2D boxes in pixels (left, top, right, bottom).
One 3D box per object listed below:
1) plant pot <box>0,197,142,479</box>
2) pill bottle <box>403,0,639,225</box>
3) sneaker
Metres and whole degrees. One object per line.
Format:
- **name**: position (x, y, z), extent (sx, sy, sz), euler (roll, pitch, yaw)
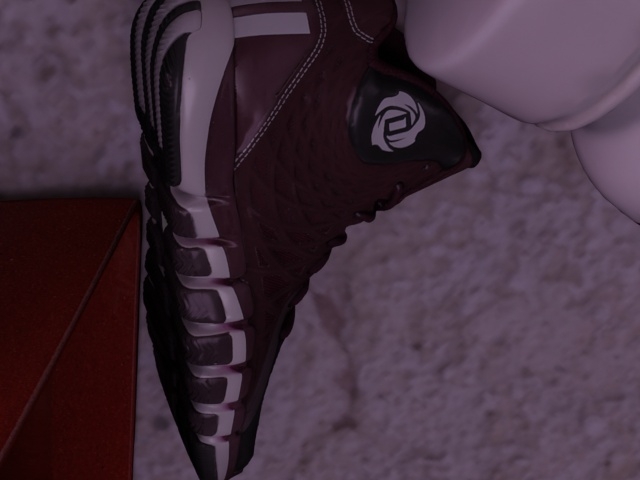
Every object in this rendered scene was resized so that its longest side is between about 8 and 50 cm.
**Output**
- **plant pot**: position (-0.233, 0.134, 0.829), extent (0.236, 0.267, 0.267), euler (9, 119, 5)
- **pill bottle**: position (0.249, -0.076, 0.744), extent (0.392, 0.224, 0.224), euler (24, 115, -16)
- **sneaker**: position (0.000, 0.000, 0.846), extent (0.162, 0.106, 0.281), euler (-11, 131, -15)
